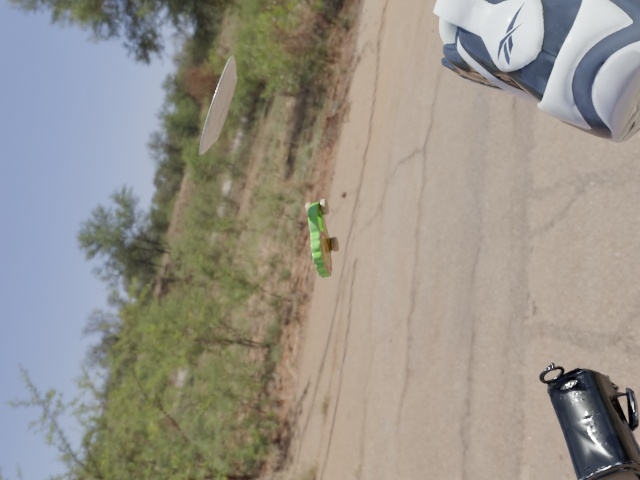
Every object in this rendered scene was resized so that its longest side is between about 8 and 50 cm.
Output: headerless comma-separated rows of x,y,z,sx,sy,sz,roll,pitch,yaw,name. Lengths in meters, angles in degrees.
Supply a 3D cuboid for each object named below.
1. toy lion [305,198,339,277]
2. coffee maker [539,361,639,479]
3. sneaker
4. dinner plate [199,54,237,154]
0.000,0.000,0.982,0.096,0.034,0.100,-71,-32,-66,toy lion
0.449,0.317,1.120,0.178,0.171,0.120,-95,25,-45,coffee maker
0.152,-0.137,0.416,0.235,0.153,0.094,-32,-33,-44,sneaker
-0.135,-0.180,0.912,0.141,0.017,0.141,-161,90,-82,dinner plate
